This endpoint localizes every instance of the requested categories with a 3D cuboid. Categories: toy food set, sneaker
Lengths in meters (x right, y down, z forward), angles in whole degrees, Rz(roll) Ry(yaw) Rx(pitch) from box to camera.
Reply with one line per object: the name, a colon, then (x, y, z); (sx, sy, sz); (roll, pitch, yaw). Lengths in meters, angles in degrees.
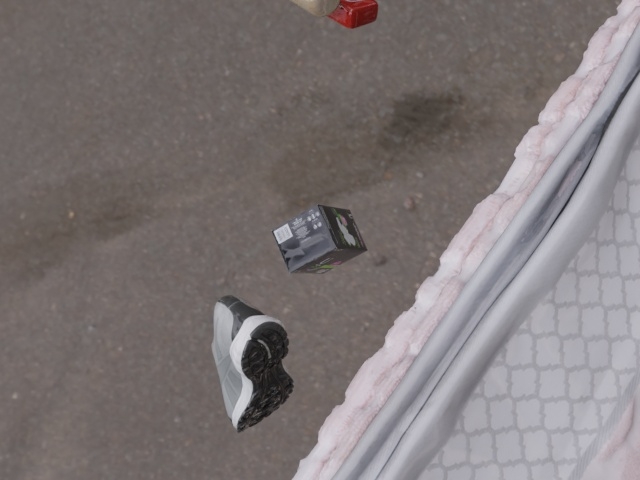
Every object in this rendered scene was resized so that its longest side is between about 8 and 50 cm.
toy food set: (0.024, -0.289, 0.986); (0.104, 0.232, 0.111); (39, 142, 36)
sneaker: (-0.106, 0.180, 1.428); (0.108, 0.100, 0.271); (42, 147, 31)

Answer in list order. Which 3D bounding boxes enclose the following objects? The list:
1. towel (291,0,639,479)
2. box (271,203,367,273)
towel: (0.166, 0.096, 0.470); (0.332, 0.317, 0.053); (-54, 29, -15)
box: (0.000, 0.000, 1.025); (0.062, 0.083, 0.052); (-28, 76, 22)
